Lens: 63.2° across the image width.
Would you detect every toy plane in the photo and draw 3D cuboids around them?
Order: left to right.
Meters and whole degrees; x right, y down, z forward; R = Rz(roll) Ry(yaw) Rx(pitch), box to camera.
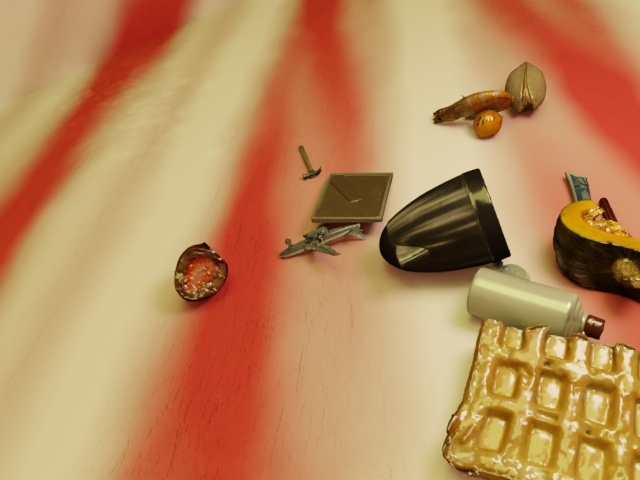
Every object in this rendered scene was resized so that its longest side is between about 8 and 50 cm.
[{"bbox_3d":[0.001,-0.003,1.309,0.226,0.058,0.226,-12,26,2],"label":"toy plane"}]

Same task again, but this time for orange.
[{"bbox_3d":[0.491,-0.342,1.524,0.083,0.084,0.084,-8,43,7],"label":"orange"}]

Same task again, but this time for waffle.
[{"bbox_3d":[0.405,0.289,0.857,0.347,0.078,0.304,11,55,24],"label":"waffle"}]

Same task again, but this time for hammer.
[{"bbox_3d":[-0.041,-0.248,1.612,0.062,0.017,0.182,-16,41,-3],"label":"hammer"}]

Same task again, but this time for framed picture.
[{"bbox_3d":[0.090,-0.122,1.402,0.188,0.023,0.260,0,33,15],"label":"framed picture"}]

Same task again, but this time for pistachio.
[{"bbox_3d":[0.624,-0.461,1.583,0.124,0.125,0.185,-1,46,14],"label":"pistachio"}]

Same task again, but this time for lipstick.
[{"bbox_3d":[0.669,-0.040,1.194,0.027,0.027,0.177,-3,42,12],"label":"lipstick"}]

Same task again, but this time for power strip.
[{"bbox_3d":[0.415,0.074,1.141,0.083,0.035,0.055,29,56,21],"label":"power strip"}]

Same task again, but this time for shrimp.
[{"bbox_3d":[0.457,-0.401,1.578,0.248,0.150,0.068,-5,78,32],"label":"shrimp"}]

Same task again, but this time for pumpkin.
[{"bbox_3d":[0.571,0.034,1.069,0.125,0.131,0.248,-14,37,-12],"label":"pumpkin"}]

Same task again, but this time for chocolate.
[{"bbox_3d":[-0.292,0.081,1.249,0.133,0.127,0.124,-42,62,-11],"label":"chocolate"}]

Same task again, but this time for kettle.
[{"bbox_3d":[0.257,-0.035,1.174,0.271,0.207,0.251,-21,52,18],"label":"kettle"}]

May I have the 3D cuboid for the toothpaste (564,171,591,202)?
[{"bbox_3d":[0.636,-0.106,1.268,0.057,0.035,0.197,12,45,4],"label":"toothpaste"}]

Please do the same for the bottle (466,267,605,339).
[{"bbox_3d":[0.419,0.134,1.018,0.245,0.104,0.104,17,50,30],"label":"bottle"}]
